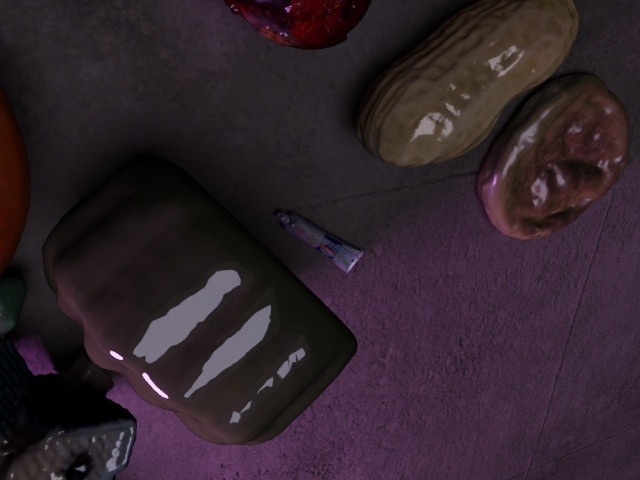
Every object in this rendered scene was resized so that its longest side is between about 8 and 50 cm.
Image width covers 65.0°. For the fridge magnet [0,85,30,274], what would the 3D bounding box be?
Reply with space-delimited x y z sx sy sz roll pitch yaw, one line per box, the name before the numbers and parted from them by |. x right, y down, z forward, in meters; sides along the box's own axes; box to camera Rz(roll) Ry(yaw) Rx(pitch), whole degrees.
fridge magnet | -0.449 -0.063 0.422 0.364 0.155 0.363 -6 108 -18

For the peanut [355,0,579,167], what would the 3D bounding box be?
peanut | 0.188 -0.205 0.640 0.313 0.152 0.152 -41 127 0

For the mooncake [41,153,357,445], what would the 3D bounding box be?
mooncake | -0.125 0.072 0.571 0.187 0.351 0.351 -45 127 -7

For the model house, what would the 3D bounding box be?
model house | -0.381 0.215 0.577 0.284 0.244 0.298 -48 135 -43

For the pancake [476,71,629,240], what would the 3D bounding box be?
pancake | 0.393 -0.129 0.833 0.295 0.049 0.294 -10 122 -17

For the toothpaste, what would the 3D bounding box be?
toothpaste | 0.000 0.000 0.756 0.170 0.028 0.045 32 97 -37

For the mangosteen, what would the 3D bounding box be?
mangosteen | -0.021 -0.288 0.499 0.166 0.166 0.180 19 85 -31
